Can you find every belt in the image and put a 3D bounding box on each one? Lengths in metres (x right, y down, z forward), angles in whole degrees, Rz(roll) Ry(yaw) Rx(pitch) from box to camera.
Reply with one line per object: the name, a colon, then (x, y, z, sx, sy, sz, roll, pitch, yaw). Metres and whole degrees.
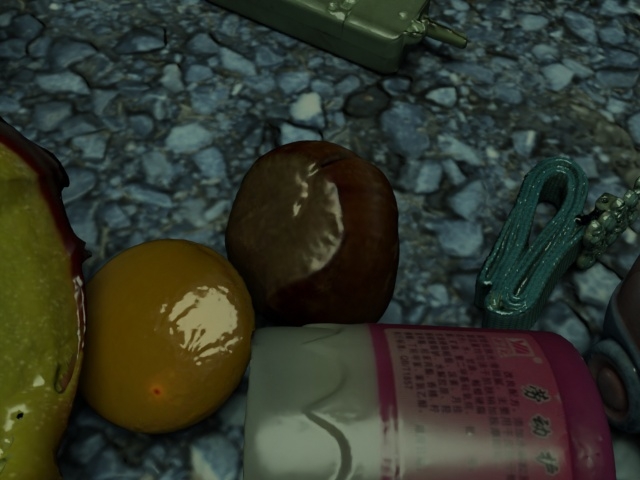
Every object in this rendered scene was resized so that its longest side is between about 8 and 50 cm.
belt: (0.193, 0.010, 0.611, 0.100, 0.065, 0.179, 24, 60, 21)

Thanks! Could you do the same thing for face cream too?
face cream: (0.051, 0.138, 0.448, 0.195, 0.175, 0.175, 2, 57, -4)

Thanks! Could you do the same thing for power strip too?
power strip: (0.015, -0.247, 0.764, 0.288, 0.053, 0.093, 26, 58, 12)

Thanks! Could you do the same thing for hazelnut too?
hazelnut: (0.000, 0.000, 0.568, 0.143, 0.143, 0.154, -12, 67, -11)

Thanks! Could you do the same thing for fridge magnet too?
fridge magnet: (-0.114, 0.068, 0.534, 0.143, 0.063, 0.142, -4, 70, 11)

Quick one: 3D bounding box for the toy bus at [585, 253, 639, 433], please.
toy bus: (0.323, 0.080, 0.455, 0.197, 0.231, 0.294, -11, 46, -11)

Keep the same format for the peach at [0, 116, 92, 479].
peach: (-0.293, 0.089, 0.447, 0.258, 0.201, 0.361, 11, 64, -46)
